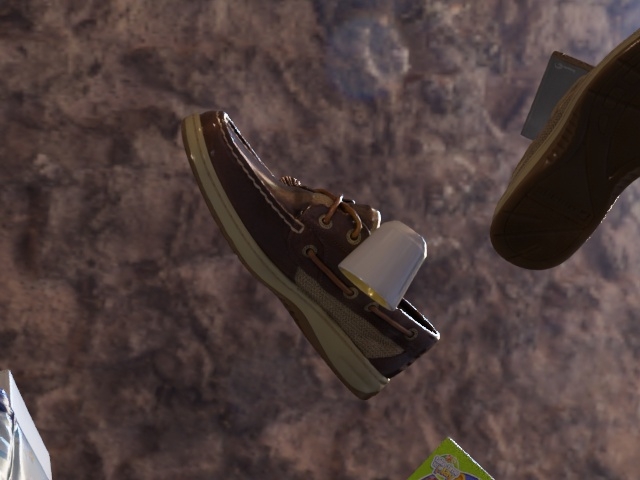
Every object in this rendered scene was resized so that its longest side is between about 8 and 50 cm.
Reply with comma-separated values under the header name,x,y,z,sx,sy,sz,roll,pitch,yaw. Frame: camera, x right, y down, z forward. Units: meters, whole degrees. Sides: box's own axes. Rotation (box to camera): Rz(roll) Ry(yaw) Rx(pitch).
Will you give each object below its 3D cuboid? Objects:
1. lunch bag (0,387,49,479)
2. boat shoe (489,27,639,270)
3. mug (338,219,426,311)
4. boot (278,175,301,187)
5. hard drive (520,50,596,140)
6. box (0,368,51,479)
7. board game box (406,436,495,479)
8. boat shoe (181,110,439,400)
name,x,y,z,sx,sy,sz,roll,pitch,yaw
lunch bag,-0.270,0.192,0.758,0.219,0.176,0.090,77,178,-45
boat shoe,0.280,-0.118,1.087,0.121,0.341,0.110,34,-145,-12
mug,0.054,0.015,0.989,0.064,0.078,0.062,-51,-54,-7
boot,-0.096,-0.050,1.703,0.158,0.084,0.059,-13,-106,-58
hard drive,0.336,-0.182,1.535,0.022,0.094,0.135,-53,-17,-46
box,-0.423,0.343,1.286,0.215,0.345,0.168,-17,-52,-5
board game box,0.207,0.449,1.429,0.233,0.347,0.078,-47,-38,-3
boat shoe,0.000,0.000,1.069,0.342,0.123,0.123,54,-171,-23
